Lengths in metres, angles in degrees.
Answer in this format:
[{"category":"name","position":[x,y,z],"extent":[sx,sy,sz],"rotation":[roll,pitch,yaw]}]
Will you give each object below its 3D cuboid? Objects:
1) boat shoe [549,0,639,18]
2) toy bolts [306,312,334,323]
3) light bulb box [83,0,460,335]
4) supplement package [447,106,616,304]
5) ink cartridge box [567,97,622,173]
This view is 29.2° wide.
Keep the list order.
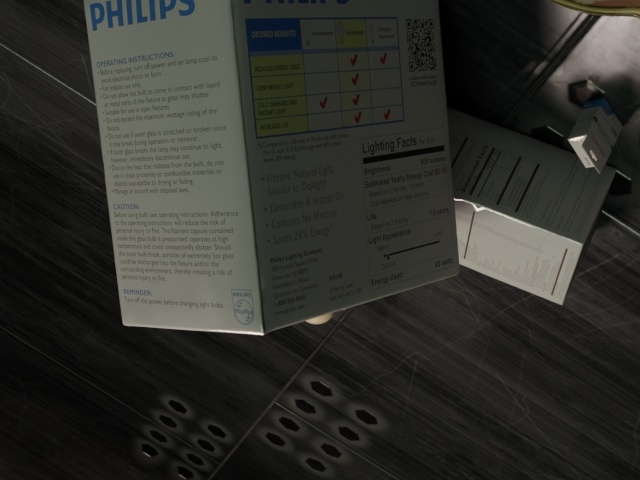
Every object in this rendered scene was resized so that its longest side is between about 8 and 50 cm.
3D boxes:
[{"category":"boat shoe","position":[0.313,-0.262,1.265],"extent":[0.178,0.064,0.060],"rotation":[14,113,23]},{"category":"toy bolts","position":[0.000,0.000,1.765],"extent":[0.228,0.158,0.218],"rotation":[41,146,-15]},{"category":"light bulb box","position":[-0.041,-0.110,1.353],"extent":[0.225,0.358,0.361],"rotation":[0,98,40]},{"category":"supplement package","position":[0.223,-0.048,1.543],"extent":[0.244,0.134,0.139],"rotation":[23,146,13]},{"category":"ink cartridge box","position":[0.316,-0.119,1.420],"extent":[0.028,0.083,0.048],"rotation":[-9,129,45]}]
